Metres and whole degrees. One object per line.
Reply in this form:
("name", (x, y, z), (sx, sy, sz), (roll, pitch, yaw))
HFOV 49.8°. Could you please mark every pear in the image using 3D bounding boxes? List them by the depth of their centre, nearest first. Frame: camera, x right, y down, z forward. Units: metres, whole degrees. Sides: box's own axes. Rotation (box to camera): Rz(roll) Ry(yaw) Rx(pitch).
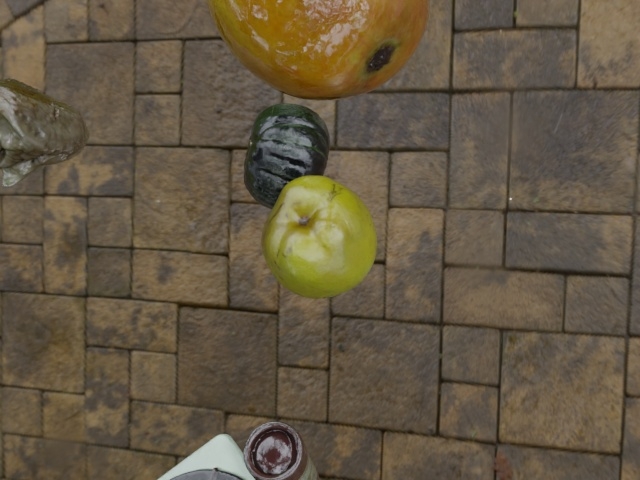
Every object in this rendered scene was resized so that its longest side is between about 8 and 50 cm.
("pear", (0.000, 0.000, 1.108), (0.200, 0.200, 0.199), (1, 94, 15))

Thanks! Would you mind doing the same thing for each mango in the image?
("mango", (-0.013, -0.261, 0.641), (0.173, 0.212, 0.317), (-56, 39, 42))

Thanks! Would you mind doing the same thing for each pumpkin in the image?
("pumpkin", (-0.068, -0.165, 1.371), (0.162, 0.220, 0.220), (15, 98, -7))

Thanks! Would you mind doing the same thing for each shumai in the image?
("shumai", (-0.543, -0.178, 1.236), (0.184, 0.218, 0.185), (31, 99, 3))

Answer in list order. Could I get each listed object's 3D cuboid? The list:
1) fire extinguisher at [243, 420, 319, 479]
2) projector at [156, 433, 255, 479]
("fire extinguisher", (-0.045, 0.307, 0.869), (0.071, 0.231, 0.099), (10, 59, 13))
("projector", (-0.173, 0.463, 1.021), (0.259, 0.079, 0.257), (-35, 57, -16))
